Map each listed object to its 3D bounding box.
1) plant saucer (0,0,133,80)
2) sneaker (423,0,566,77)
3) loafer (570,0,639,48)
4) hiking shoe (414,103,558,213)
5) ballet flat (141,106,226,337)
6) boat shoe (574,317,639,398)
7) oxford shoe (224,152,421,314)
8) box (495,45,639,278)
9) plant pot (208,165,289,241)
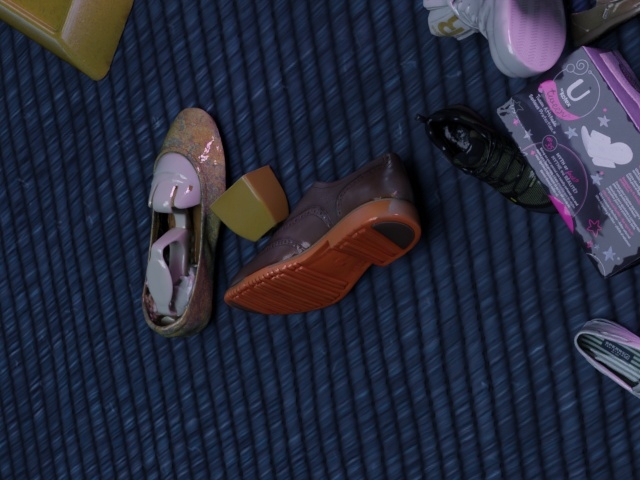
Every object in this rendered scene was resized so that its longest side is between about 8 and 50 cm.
[{"bbox_3d":[-0.424,-0.464,2.164,0.333,0.081,0.333,33,112,23],"label":"plant saucer"},{"bbox_3d":[0.209,-0.274,1.736,0.169,0.292,0.108,-29,122,34],"label":"sneaker"},{"bbox_3d":[0.369,-0.292,1.734,0.148,0.056,0.050,-31,87,30],"label":"loafer"},{"bbox_3d":[0.224,-0.098,1.812,0.227,0.114,0.086,32,112,23],"label":"hiking shoe"},{"bbox_3d":[-0.211,-0.022,2.078,0.123,0.123,0.348,10,101,29],"label":"ballet flat"},{"bbox_3d":[0.418,0.175,1.757,0.226,0.076,0.083,26,109,25],"label":"boat shoe"},{"bbox_3d":[0.000,0.000,1.977,0.363,0.130,0.133,-29,50,36],"label":"oxford shoe"},{"bbox_3d":[0.357,-0.099,1.705,0.142,0.163,0.247,-35,79,26],"label":"box"},{"bbox_3d":[-0.094,-0.047,2.029,0.081,0.081,0.083,-41,84,28],"label":"plant pot"}]
